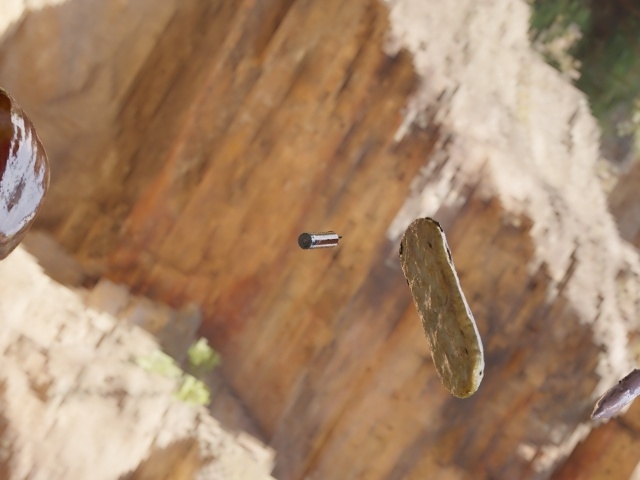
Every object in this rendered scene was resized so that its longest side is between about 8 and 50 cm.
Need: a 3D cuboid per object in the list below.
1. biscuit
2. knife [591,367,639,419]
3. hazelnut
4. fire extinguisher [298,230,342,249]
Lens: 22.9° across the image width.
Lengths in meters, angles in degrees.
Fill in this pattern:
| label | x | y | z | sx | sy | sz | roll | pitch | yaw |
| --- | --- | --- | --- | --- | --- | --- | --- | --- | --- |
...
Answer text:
| label | x | y | z | sx | sy | sz | roll | pitch | yaw |
| --- | --- | --- | --- | --- | --- | --- | --- | --- | --- |
| biscuit | 0.156 | 0.088 | 2.061 | 0.118 | 0.029 | 0.247 | -49 | -126 | 55 |
| knife | 0.504 | 0.106 | 2.019 | 0.398 | 0.038 | 0.132 | -38 | 167 | 0 |
| hazelnut | -0.420 | -0.078 | 1.903 | 0.181 | 0.181 | 0.212 | -57 | 160 | -28 |
| fire extinguisher | 0.000 | 0.000 | 2.014 | 0.028 | 0.022 | 0.083 | -19 | 172 | 31 |
